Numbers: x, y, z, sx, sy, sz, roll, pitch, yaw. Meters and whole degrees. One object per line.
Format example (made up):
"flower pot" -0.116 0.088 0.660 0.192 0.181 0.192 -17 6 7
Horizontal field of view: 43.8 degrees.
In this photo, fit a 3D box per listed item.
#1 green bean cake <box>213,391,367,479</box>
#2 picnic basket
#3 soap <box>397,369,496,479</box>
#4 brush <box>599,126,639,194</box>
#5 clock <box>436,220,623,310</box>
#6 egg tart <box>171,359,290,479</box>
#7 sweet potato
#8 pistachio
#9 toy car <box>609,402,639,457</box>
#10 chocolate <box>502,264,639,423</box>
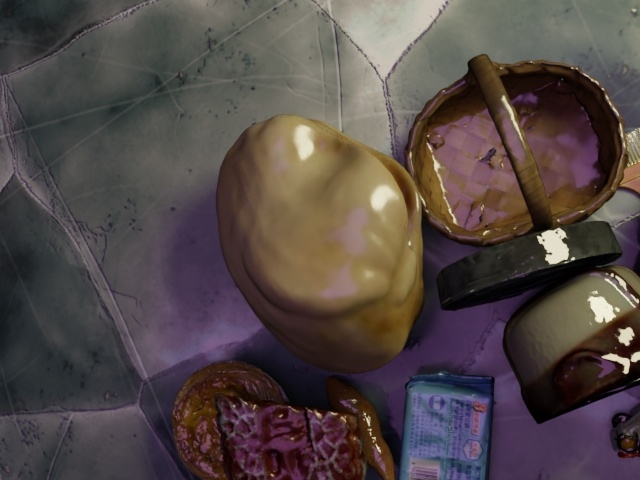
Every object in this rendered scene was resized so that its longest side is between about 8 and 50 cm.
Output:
"green bean cake" -0.047 0.327 1.293 0.233 0.097 0.198 -8 88 5
"picnic basket" 0.285 -0.136 1.193 0.337 0.337 0.293 -21 83 14
"soap" 0.206 0.356 1.321 0.156 0.077 0.293 6 91 14
"brush" 0.547 -0.050 1.274 0.103 0.013 0.272 -26 82 13
"clock" 0.309 0.041 1.203 0.281 0.280 0.055 -19 77 14
"egg tart" -0.152 0.324 1.411 0.234 0.094 0.234 0 91 16
"sweet potato" 0.076 0.321 1.360 0.065 0.051 0.218 -30 66 -8
"pistachio" 0.000 0.000 1.276 0.365 0.281 0.445 -42 71 31
"toy car" 0.529 0.303 1.229 0.139 0.112 0.112 -39 95 21
"chocolate" 0.403 0.142 1.186 0.284 0.283 0.186 -24 73 13
